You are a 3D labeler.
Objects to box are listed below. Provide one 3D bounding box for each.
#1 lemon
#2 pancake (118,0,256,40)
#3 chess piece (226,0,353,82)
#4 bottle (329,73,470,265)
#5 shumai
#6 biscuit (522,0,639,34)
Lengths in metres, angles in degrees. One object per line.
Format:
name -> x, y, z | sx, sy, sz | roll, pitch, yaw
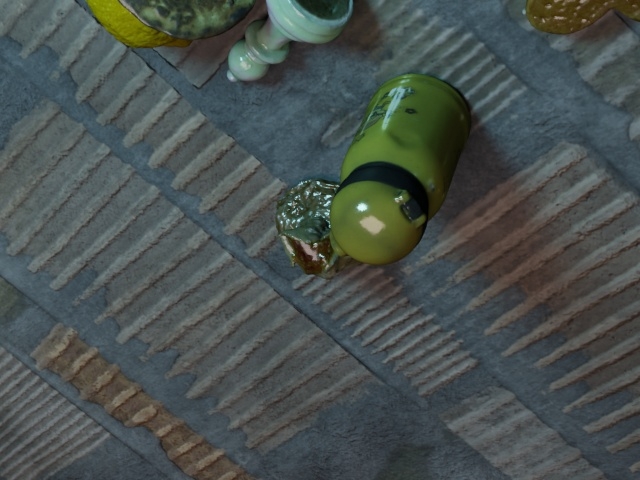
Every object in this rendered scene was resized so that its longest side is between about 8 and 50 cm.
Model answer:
lemon -> -0.266, -0.396, 1.742 | 0.192, 0.192, 0.231 | -25, 112, 34
pancake -> -0.198, -0.442, 1.651 | 0.288, 0.286, 0.033 | 43, 162, -15
chess piece -> -0.075, -0.323, 1.789 | 0.139, 0.139, 0.271 | 41, 141, -12
bottle -> 0.111, -0.101, 1.723 | 0.171, 0.351, 0.171 | 11, 128, 14
shumai -> 0.000, 0.000, 1.960 | 0.206, 0.175, 0.166 | -8, 123, 30
biscuit -> 0.397, -0.477, 1.505 | 0.283, 0.064, 0.432 | -1, 129, 16
